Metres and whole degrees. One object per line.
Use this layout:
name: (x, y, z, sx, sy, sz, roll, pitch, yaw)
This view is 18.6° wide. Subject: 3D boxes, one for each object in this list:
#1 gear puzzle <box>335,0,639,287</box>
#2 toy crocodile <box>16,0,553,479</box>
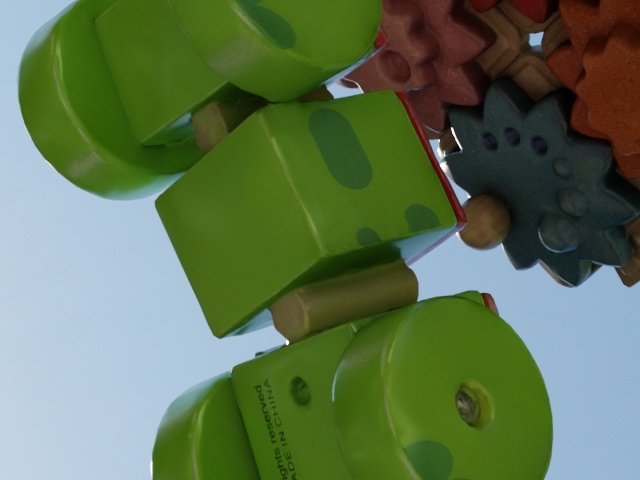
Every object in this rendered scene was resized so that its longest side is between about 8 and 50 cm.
gear puzzle: (0.107, -0.098, 0.622, 0.175, 0.044, 0.339, 47, -37, 3)
toy crocodile: (0.000, 0.000, 0.596, 0.115, 0.105, 0.340, -30, -104, 46)
